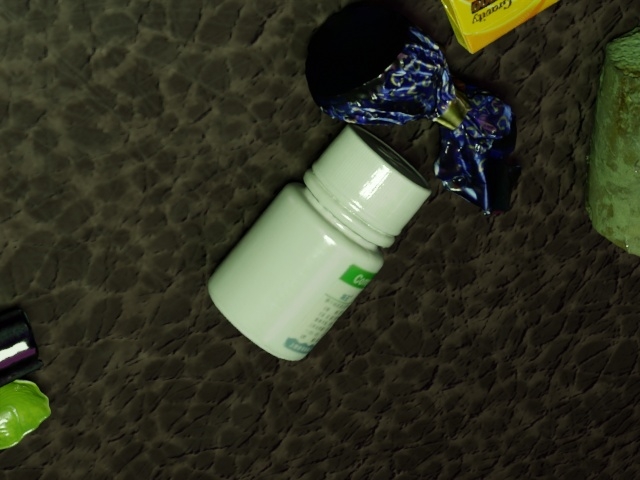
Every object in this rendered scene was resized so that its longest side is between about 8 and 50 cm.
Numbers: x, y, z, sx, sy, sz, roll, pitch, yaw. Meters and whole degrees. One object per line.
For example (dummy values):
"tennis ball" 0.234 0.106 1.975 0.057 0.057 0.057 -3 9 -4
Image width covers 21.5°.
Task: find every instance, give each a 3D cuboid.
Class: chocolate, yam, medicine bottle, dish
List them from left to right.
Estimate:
"dish" -0.358 0.187 1.787 0.137 0.039 0.091 -36 138 0
"medicine bottle" 0.000 0.000 1.783 0.139 0.139 0.237 30 104 -41
"chocolate" 0.131 -0.135 1.768 0.126 0.148 0.343 -15 151 34
"yam" 0.382 -0.110 1.902 0.161 0.161 0.268 -14 129 -20

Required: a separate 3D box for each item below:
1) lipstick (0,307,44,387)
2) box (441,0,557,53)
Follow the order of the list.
"lipstick" -0.479 0.182 1.690 0.418 0.077 0.077 -25 132 -10
"box" 0.168 -0.328 1.695 0.152 0.043 0.269 -32 132 -3
